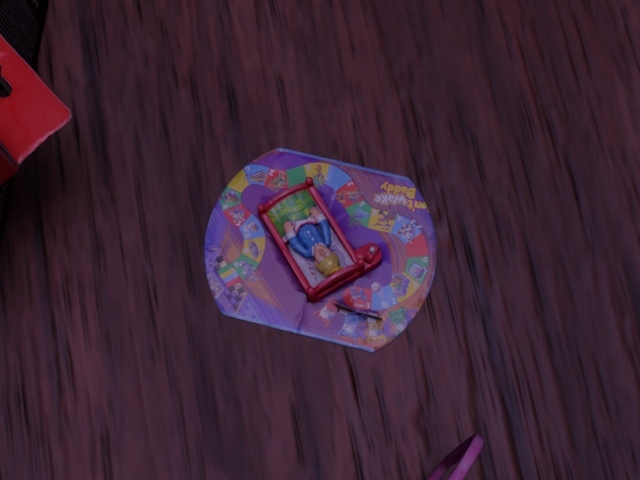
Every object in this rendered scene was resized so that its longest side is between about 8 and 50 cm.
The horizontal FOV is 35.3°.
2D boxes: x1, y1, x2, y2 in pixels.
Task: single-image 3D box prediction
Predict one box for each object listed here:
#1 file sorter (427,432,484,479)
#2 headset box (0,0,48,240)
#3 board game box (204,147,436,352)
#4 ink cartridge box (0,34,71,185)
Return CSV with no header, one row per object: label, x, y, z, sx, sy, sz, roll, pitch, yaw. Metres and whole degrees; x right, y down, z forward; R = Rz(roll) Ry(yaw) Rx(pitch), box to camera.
file sorter,0.140,0.267,0.552,0.290,0.202,0.182,36,77,10
headset box,-0.333,-0.074,0.701,0.218,0.110,0.293,5,75,2
board game box,0.000,0.000,0.714,0.168,0.033,0.133,14,76,5
ink cartridge box,-0.282,-0.056,0.597,0.231,0.078,0.134,-42,79,-10
